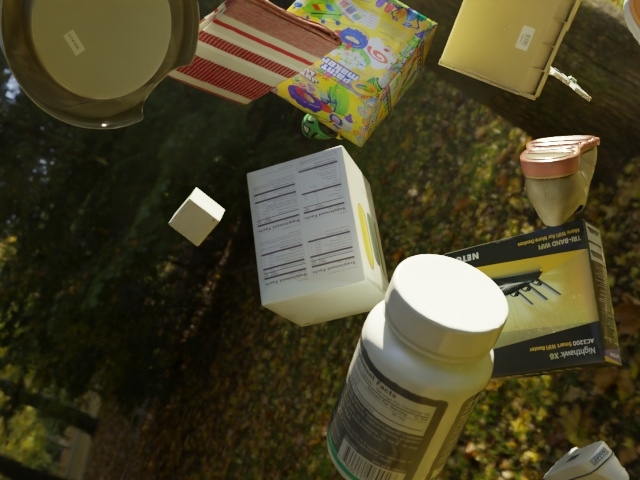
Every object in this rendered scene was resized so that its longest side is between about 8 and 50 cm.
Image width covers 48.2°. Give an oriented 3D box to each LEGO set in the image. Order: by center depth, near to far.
[{"bbox_3d":[0.592,-0.428,1.855,0.060,0.182,0.244,-53,9,23],"label":"LEGO set"}]

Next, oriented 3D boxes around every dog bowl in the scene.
[{"bbox_3d":[-0.380,-0.369,1.212,0.102,0.348,0.349,29,97,43],"label":"dog bowl"}]

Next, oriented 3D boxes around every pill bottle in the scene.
[{"bbox_3d":[0.145,0.214,1.109,0.204,0.204,0.361,-87,11,-56],"label":"pill bottle"}]

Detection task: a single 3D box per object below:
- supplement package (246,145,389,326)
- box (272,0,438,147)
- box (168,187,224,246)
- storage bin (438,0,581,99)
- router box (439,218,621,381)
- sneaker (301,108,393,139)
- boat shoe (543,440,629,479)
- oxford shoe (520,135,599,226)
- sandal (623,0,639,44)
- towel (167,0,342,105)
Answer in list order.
[{"bbox_3d":[0.000,0.000,1.356,0.199,0.198,0.263,42,-144,-63],"label":"supplement package"},{"bbox_3d":[0.060,-0.424,1.635,0.279,0.290,0.177,-52,-10,-23],"label":"box"},{"bbox_3d":[-0.327,-0.062,1.895,0.101,0.102,0.087,-46,15,19],"label":"box"},{"bbox_3d":[0.462,-0.510,1.750,0.123,0.260,0.262,-18,-49,-63],"label":"storage bin"},{"bbox_3d":[0.355,0.120,1.282,0.308,0.081,0.243,-18,66,38],"label":"router box"},{"bbox_3d":[0.079,-0.374,2.001,0.146,0.134,0.343,1,22,45],"label":"sneaker"},{"bbox_3d":[0.495,0.443,1.342,0.095,0.084,0.258,-39,-17,-11],"label":"boat shoe"},{"bbox_3d":[0.430,-0.115,1.290,0.348,0.123,0.130,-28,-66,-56],"label":"oxford shoe"},{"bbox_3d":[0.556,-0.274,1.061,0.102,0.265,0.076,-41,1,-14],"label":"sandal"},{"bbox_3d":[-0.150,-0.371,1.418,0.329,0.237,0.037,-19,63,48],"label":"towel"}]
